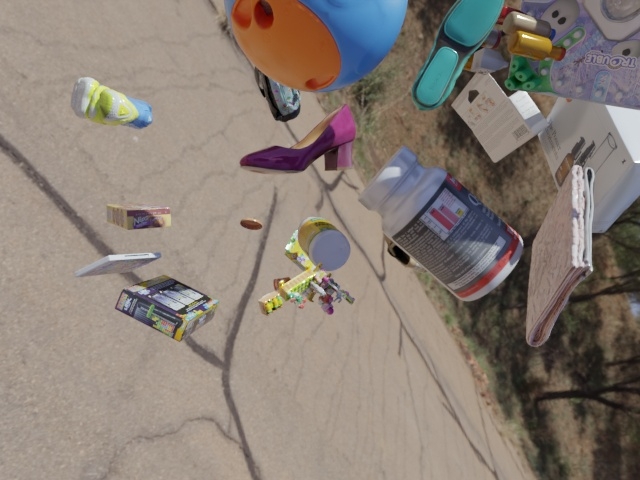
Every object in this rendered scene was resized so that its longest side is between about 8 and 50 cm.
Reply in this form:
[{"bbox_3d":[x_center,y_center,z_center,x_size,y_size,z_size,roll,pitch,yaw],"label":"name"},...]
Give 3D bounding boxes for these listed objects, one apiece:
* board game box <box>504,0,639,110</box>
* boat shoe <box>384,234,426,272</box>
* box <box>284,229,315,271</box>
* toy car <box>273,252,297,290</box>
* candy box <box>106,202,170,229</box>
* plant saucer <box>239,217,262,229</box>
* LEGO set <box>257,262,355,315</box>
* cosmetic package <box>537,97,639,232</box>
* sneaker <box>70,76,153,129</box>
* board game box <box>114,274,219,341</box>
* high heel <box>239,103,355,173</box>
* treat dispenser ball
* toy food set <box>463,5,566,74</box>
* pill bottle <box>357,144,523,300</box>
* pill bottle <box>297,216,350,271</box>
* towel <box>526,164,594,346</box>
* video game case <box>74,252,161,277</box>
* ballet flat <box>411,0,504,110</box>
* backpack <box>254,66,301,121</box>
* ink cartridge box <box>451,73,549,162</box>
[{"bbox_3d":[0.554,-0.440,0.843,0.050,0.389,0.390,-32,133,-37],"label":"board game box"},{"bbox_3d":[0.336,0.020,1.915,0.110,0.122,0.341,10,18,-21],"label":"boat shoe"},{"bbox_3d":[-0.061,0.050,1.735,0.179,0.043,0.105,46,57,-31],"label":"box"},{"bbox_3d":[-0.097,0.085,1.318,0.060,0.040,0.122,17,72,-34],"label":"toy car"},{"bbox_3d":[-0.475,-0.065,1.198,0.109,0.186,0.053,-6,100,-38],"label":"candy box"},{"bbox_3d":[-0.252,-0.061,1.688,0.083,0.083,0.013,39,51,-50],"label":"plant saucer"},{"bbox_3d":[-0.010,0.136,1.103,0.107,0.132,0.287,40,17,28],"label":"LEGO set"},{"bbox_3d":[0.728,-0.253,1.235,0.284,0.097,0.378,95,-5,-56],"label":"cosmetic package"},{"bbox_3d":[-0.463,-0.294,1.040,0.240,0.091,0.126,31,13,37],"label":"sneaker"},{"bbox_3d":[-0.300,0.130,0.928,0.141,0.048,0.170,24,7,6],"label":"board game box"},{"bbox_3d":[-0.055,-0.265,1.193,0.377,0.127,0.182,-13,104,-46],"label":"high heel"},{"bbox_3d":[-0.007,-0.384,0.730,0.288,0.288,0.288,50,26,-35],"label":"treat dispenser ball"},{"bbox_3d":[0.384,-0.396,0.936,0.232,0.104,0.111,-145,-115,-77],"label":"toy food set"},{"bbox_3d":[0.278,-0.044,1.106,0.363,0.210,0.210,41,24,-2],"label":"pill bottle"},{"bbox_3d":[0.000,0.000,1.322,0.118,0.117,0.208,56,-3,-23],"label":"pill bottle"},{"bbox_3d":[0.561,0.038,1.093,0.317,0.053,0.332,88,22,-50],"label":"towel"},{"bbox_3d":[-0.357,0.043,0.824,0.122,0.087,0.011,-2,71,-68],"label":"video game case"},{"bbox_3d":[0.241,-0.353,0.852,0.083,0.247,0.087,31,9,-3],"label":"ballet flat"},{"bbox_3d":[-0.119,-0.458,1.344,0.152,0.115,0.182,59,-9,35],"label":"backpack"},{"bbox_3d":[0.568,-0.410,1.496,0.261,0.066,0.296,56,-5,4],"label":"ink cartridge box"}]
